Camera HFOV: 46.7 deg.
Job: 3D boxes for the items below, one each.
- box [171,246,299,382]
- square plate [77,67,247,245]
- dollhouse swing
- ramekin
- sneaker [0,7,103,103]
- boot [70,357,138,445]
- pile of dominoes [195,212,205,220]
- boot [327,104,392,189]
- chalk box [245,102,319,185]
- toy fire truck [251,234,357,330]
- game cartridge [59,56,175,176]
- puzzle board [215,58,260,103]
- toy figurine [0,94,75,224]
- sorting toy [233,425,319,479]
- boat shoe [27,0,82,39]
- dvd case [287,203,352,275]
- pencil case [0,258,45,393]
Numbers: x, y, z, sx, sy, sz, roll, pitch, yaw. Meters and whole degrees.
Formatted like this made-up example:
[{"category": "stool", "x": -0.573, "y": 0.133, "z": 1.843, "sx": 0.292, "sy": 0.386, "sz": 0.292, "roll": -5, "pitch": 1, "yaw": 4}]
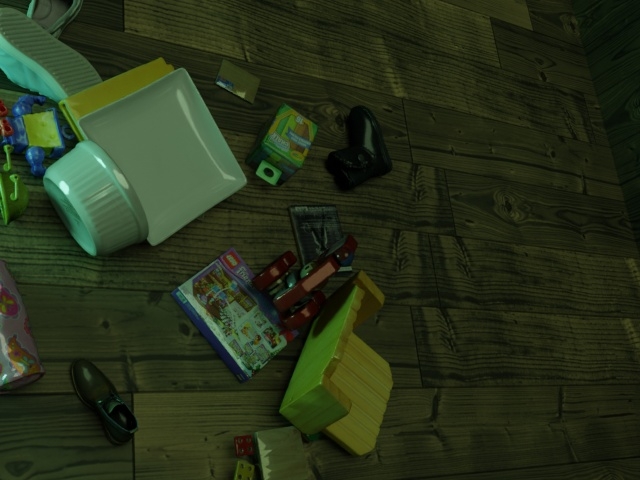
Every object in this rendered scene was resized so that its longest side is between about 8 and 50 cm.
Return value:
[{"category": "box", "x": -0.216, "y": 0.190, "z": 1.907, "sx": 0.201, "sy": 0.057, "sz": 0.293, "roll": -39, "pitch": 93, "yaw": -38}, {"category": "square plate", "x": -0.390, "y": -0.214, "z": 1.863, "sx": 0.344, "sy": 0.049, "sz": 0.347, "roll": -39, "pitch": 107, "yaw": -36}, {"category": "dollhouse swing", "x": 0.110, "y": 0.338, "z": 1.899, "sx": 0.305, "sy": 0.315, "sz": 0.347, "roll": 33, "pitch": 50, "yaw": -11}, {"category": "ramekin", "x": -0.524, "y": -0.085, "z": 1.707, "sx": 0.127, "sy": 0.273, "sz": 0.273, "roll": -36, "pitch": 91, "yaw": -25}, {"category": "sneaker", "x": -0.684, "y": -0.418, "z": 1.834, "sx": 0.366, "sy": 0.150, "sz": 0.135, "roll": 47, "pitch": 48, "yaw": -37}, {"category": "boot", "x": -0.471, "y": 0.347, "z": 1.641, "sx": 0.082, "sy": 0.106, "sz": 0.219, "roll": -33, "pitch": 90, "yaw": -38}, {"category": "pile of dominoes", "x": -0.409, "y": -0.177, "z": 1.959, "sx": 0.251, "sy": 0.040, "sz": 0.196, "roll": 22, "pitch": 67, "yaw": -31}, {"category": "boot", "x": 0.103, "y": -0.292, "z": 2.301, "sx": 0.207, "sy": 0.094, "sz": 0.247, "roll": -22, "pitch": 89, "yaw": -41}, {"category": "chalk box", "x": -0.118, "y": -0.258, "z": 2.120, "sx": 0.132, "sy": 0.132, "sz": 0.213, "roll": 32, "pitch": 56, "yaw": -17}, {"category": "toy fire truck", "x": -0.020, "y": 0.084, "z": 1.924, "sx": 0.169, "sy": 0.254, "sz": 0.302, "roll": 52, "pitch": 11, "yaw": -2}, {"category": "game cartridge", "x": -0.455, "y": -0.285, "z": 1.887, "sx": 0.323, "sy": 0.052, "sz": 0.285, "roll": -37, "pitch": 106, "yaw": -38}, {"category": "puzzle board", "x": -0.247, "y": -0.473, "z": 2.207, "sx": 0.128, "sy": 0.011, "sz": 0.096, "roll": 26, "pitch": 59, "yaw": -21}, {"category": "toy figurine", "x": -0.662, "y": -0.235, "z": 1.729, "sx": 0.217, "sy": 0.191, "sz": 0.363, "roll": -9, "pitch": 76, "yaw": -41}, {"category": "sorting toy", "x": -0.112, "y": 0.534, "z": 1.824, "sx": 0.274, "sy": 0.046, "sz": 0.132, "roll": 3, "pitch": 68, "yaw": -40}, {"category": "boat shoe", "x": -0.690, "y": -0.618, "z": 1.922, "sx": 0.118, "sy": 0.103, "sz": 0.321, "roll": 28, "pitch": 57, "yaw": -20}, {"category": "dvd case", "x": 0.000, "y": 0.000, "z": 2.156, "sx": 0.164, "sy": 0.018, "sz": 0.221, "roll": -3, "pitch": 71, "yaw": -35}, {"category": "pencil case", "x": -0.684, "y": 0.179, "z": 1.574, "sx": 0.124, "sy": 0.124, "sz": 0.284, "roll": -17, "pitch": 79, "yaw": -37}]
